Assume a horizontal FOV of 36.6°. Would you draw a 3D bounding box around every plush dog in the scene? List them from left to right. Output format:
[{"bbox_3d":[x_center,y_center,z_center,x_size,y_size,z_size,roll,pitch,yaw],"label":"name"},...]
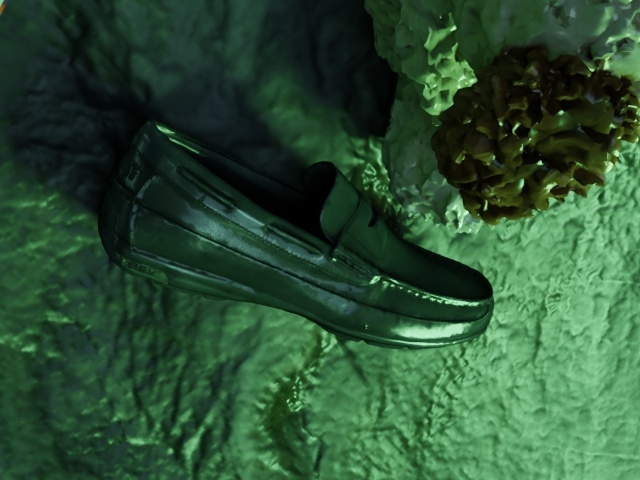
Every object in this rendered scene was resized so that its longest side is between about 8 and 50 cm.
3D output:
[{"bbox_3d":[0.104,-0.127,0.406,0.210,0.225,0.262,38,94,-28],"label":"plush dog"}]

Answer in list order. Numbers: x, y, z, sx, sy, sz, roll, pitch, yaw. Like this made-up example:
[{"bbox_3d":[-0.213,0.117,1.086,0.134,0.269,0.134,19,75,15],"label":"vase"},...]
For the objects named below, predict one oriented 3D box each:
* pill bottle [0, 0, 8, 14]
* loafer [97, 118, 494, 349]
[{"bbox_3d":[-0.135,-0.180,0.366,0.108,0.108,0.193,28,98,-27],"label":"pill bottle"},{"bbox_3d":[0.000,0.000,0.500,0.223,0.076,0.078,17,111,-21],"label":"loafer"}]
